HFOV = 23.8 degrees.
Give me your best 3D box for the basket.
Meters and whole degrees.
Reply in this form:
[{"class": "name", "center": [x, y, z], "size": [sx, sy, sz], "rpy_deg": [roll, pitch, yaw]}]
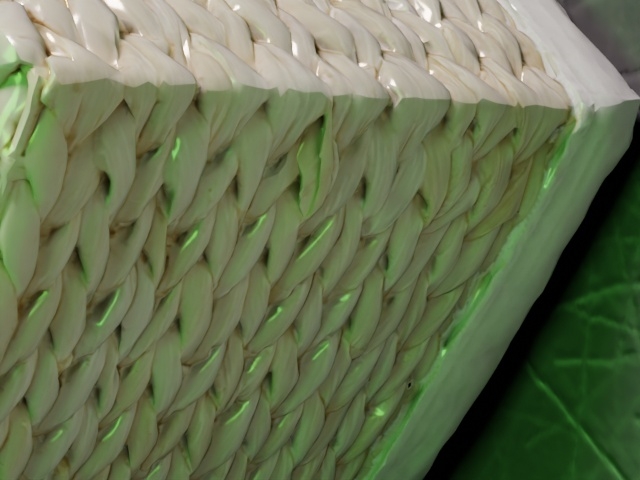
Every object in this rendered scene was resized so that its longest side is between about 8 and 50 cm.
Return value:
[{"class": "basket", "center": [-0.103, -0.033, 0.691], "size": [0.328, 0.266, 0.331], "rpy_deg": [56, 134, 38]}]
